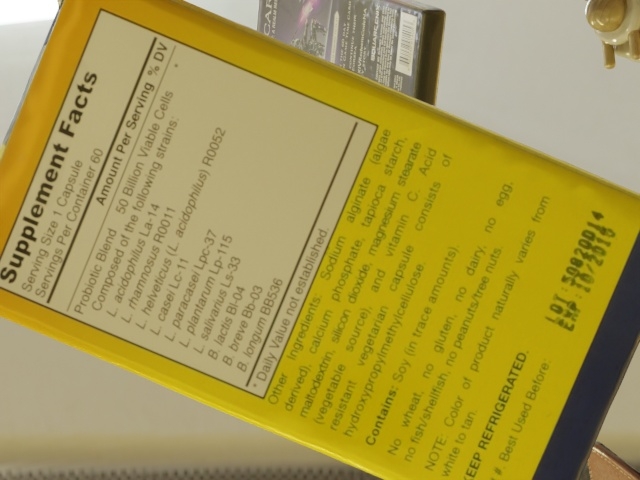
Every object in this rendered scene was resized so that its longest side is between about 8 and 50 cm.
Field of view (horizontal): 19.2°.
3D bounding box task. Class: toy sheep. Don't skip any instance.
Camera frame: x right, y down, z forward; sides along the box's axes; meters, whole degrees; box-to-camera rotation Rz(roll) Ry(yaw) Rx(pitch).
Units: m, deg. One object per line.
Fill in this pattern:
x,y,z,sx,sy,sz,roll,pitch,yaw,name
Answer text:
0.277,-0.190,1.603,0.132,0.091,0.091,1,-135,-37,toy sheep

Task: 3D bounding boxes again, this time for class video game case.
0.014,-0.120,1.574,0.026,0.196,0.274,-3,-162,-28,video game case

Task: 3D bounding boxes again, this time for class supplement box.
0.000,0.000,1.079,0.356,0.195,0.194,23,-85,0,supplement box

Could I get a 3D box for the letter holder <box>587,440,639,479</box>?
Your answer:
0.350,0.203,1.452,0.152,0.214,0.302,-32,-138,-15,letter holder
